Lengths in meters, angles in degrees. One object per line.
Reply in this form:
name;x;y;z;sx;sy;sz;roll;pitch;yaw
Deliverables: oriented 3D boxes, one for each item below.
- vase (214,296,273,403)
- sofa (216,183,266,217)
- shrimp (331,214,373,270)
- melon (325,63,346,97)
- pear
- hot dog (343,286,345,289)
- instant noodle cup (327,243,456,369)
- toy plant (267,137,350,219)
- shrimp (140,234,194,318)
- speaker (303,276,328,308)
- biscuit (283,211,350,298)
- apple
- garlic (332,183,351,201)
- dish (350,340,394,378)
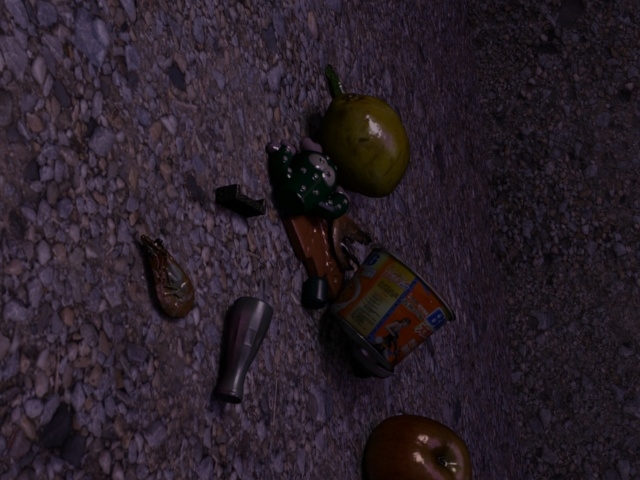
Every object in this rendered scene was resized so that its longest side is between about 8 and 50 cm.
vase;-0.163;0.227;1.485;0.086;0.086;0.214;48;45;-44
sofa;-0.174;-0.087;1.593;0.118;0.060;0.039;27;61;-56
shrimp;0.091;0.012;1.973;0.219;0.046;0.152;24;57;-58
melon;0.082;-0.419;2.204;0.114;0.053;0.261;-70;140;-56
pear;0.121;-0.263;2.002;0.321;0.269;0.269;70;26;-43
hot dog;0.098;0.165;2.028;0.144;0.038;0.062;30;52;-58
instant noodle cup;0.173;0.184;1.870;0.214;0.296;0.296;-47;132;-8
toy plant;-0.026;-0.156;1.828;0.243;0.113;0.232;-11;76;-49
shrimp;-0.286;0.065;1.348;0.091;0.043;0.184;-49;124;-52
speaker;-0.013;0.139;1.828;0.094;0.060;0.075;102;-7;-62
biscuit;0.000;0.000;1.900;0.306;0.043;0.283;34;51;-53
apple;0.276;0.614;1.968;0.309;0.250;0.277;9;73;-58
garlic;0.049;-0.128;2.027;0.083;0.053;0.041;53;35;-53
dish;0.125;0.346;1.974;0.141;0.078;0.141;36;7;-5
